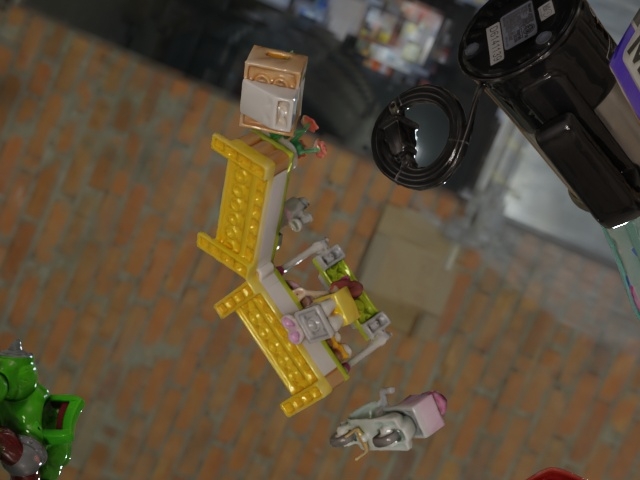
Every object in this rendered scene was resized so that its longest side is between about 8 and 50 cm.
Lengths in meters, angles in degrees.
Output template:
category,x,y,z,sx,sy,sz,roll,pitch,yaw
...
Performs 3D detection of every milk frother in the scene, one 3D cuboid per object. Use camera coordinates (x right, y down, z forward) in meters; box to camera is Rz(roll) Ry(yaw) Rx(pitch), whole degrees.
category,x,y,z,sx,sy,sz,roll,pitch,yaw
milk frother,0.125,-0.065,0.905,0.143,0.135,0.129,-15,-136,37

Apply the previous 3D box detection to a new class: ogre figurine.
category,x,y,z,sx,sy,sz,roll,pitch,yaw
ogre figurine,-0.253,0.172,1.222,0.097,0.197,0.118,-12,-145,33

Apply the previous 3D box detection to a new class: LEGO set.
category,x,y,z,sx,sy,sz,roll,pitch,yaw
LEGO set,0.000,0.000,0.994,0.107,0.132,0.287,-32,110,-42

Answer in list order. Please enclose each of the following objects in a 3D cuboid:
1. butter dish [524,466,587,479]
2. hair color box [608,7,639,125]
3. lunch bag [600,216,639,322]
category,x,y,z,sx,sy,sz,roll,pitch,yaw
butter dish,0.274,0.360,1.758,0.160,0.160,0.118,-37,-138,31
hair color box,0.284,-0.001,0.509,0.110,0.339,0.185,-59,-160,27
lunch bag,0.395,-0.033,1.576,0.224,0.108,0.279,-36,-114,48
